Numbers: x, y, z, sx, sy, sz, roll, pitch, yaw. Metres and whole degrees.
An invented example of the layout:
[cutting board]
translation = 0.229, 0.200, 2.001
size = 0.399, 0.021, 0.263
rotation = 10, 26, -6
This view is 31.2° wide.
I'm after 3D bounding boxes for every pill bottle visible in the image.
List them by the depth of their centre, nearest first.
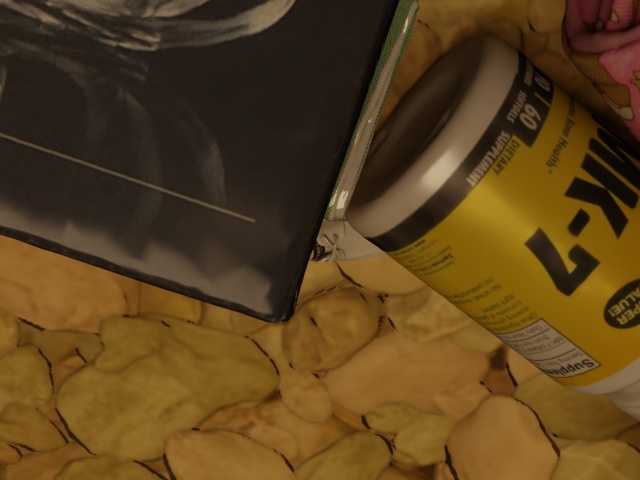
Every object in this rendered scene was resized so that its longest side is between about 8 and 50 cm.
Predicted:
[pill bottle]
translation = 0.126, 0.003, 0.585
size = 0.208, 0.119, 0.119
rotation = 36, 115, -14

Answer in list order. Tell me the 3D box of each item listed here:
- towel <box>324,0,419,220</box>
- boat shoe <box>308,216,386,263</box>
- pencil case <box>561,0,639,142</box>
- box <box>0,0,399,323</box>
[towel]
translation = -0.042, -0.085, 0.509
size = 0.152, 0.023, 0.113
rotation = 20, 88, -4
[boat shoe]
translation = 0.000, 0.000, 0.643
size = 0.100, 0.035, 0.035
rotation = 2, 118, 5
[pencil case]
translation = 0.288, -0.021, 0.537
size = 0.386, 0.160, 0.167
rotation = 45, 130, -17
[box]
translation = -0.124, -0.174, 0.408
size = 0.343, 0.179, 0.312
rotation = 18, 90, -2
